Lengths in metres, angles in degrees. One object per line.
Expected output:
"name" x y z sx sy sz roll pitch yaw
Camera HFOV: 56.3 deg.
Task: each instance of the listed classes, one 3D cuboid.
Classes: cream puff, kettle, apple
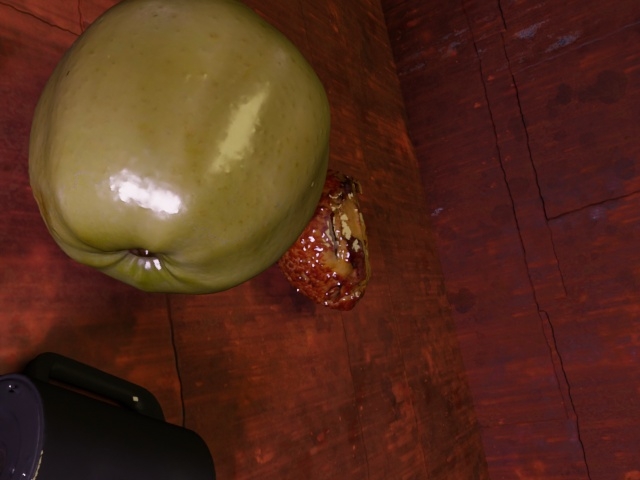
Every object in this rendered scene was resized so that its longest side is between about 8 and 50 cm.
"cream puff" -0.001 -0.001 1.410 0.350 0.229 0.350 -9 90 -83
"kettle" -0.322 0.301 0.803 0.308 0.262 0.203 37 79 -49
"apple" -0.211 -0.136 0.934 0.474 0.474 0.473 34 47 -48
